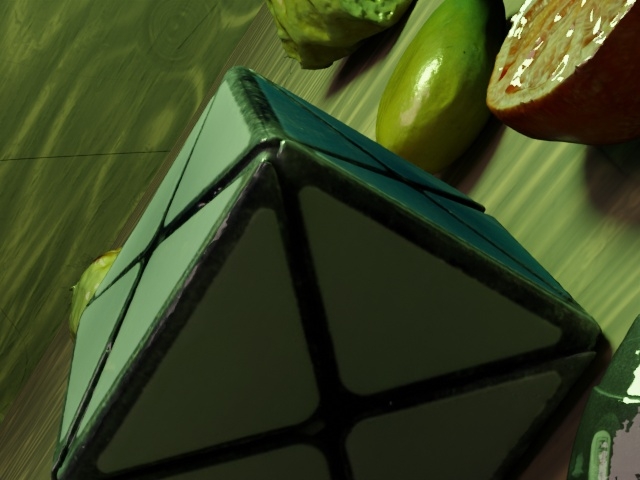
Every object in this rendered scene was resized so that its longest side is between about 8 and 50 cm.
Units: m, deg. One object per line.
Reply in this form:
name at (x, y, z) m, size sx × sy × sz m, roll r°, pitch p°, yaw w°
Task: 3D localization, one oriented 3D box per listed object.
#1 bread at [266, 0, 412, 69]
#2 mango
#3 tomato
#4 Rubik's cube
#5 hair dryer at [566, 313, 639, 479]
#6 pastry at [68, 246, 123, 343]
bread at (0.034, -0.391, 1.518) m, size 0.196 × 0.239 × 0.252 m, roll -22°, pitch 9°, yaw -20°
mango at (0.119, -0.156, 1.007) m, size 0.137 × 0.091 × 0.237 m, roll -39°, pitch 19°, yaw 40°
tomato at (0.216, -0.155, 0.688) m, size 0.237 × 0.095 × 0.237 m, roll -55°, pitch 12°, yaw 18°
Rubik's cube at (-0.011, 0.063, 0.708) m, size 0.255 × 0.259 × 0.260 m, roll -58°, pitch 14°, yaw 12°
hair dryer at (0.183, 0.122, 0.337) m, size 0.271 × 0.091 × 0.236 m, roll -25°, pitch 47°, yaw 58°
pastry at (-0.318, 0.099, 1.675) m, size 0.256 × 0.170 × 0.237 m, roll 102°, pitch -169°, yaw -69°
